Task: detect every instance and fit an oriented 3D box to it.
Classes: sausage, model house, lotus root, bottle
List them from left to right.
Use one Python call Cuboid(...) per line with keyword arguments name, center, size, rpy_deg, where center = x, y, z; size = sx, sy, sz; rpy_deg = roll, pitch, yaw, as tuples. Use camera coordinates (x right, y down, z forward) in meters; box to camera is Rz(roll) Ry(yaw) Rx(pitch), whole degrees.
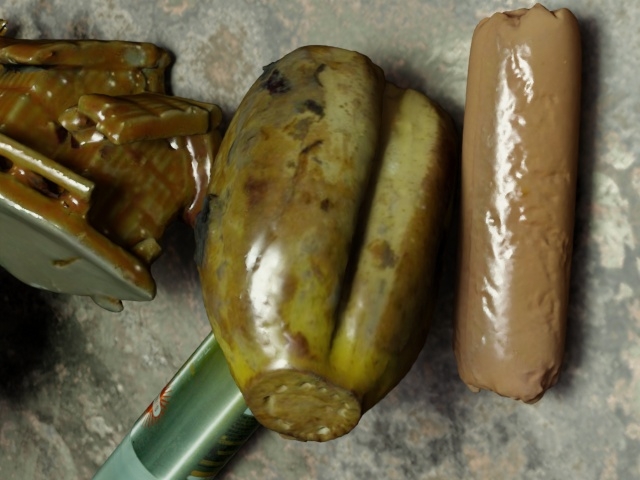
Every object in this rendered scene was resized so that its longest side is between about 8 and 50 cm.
Cuboid(name="model house", center=(-0.198, -0.085, 1.249), size=(0.199, 0.219, 0.229), rpy_deg=(-3, 50, 44))
Cuboid(name="bottle", center=(-0.086, 0.133, 1.252), size=(0.082, 0.082, 0.286), rpy_deg=(49, 116, 20))
Cuboid(name="lotus root", center=(0.002, -0.004, 1.082), size=(0.193, 0.193, 0.291), rpy_deg=(-6, 58, 32))
Cuboid(name="sausage", center=(0.142, -0.026, 1.098), size=(0.086, 0.086, 0.289), rpy_deg=(5, 97, 32))

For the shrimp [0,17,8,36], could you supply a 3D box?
Cuboid(name="shrimp", center=(-0.388, -0.143, 1.438), size=(0.294, 0.062, 0.154), rpy_deg=(-26, 73, 32))
